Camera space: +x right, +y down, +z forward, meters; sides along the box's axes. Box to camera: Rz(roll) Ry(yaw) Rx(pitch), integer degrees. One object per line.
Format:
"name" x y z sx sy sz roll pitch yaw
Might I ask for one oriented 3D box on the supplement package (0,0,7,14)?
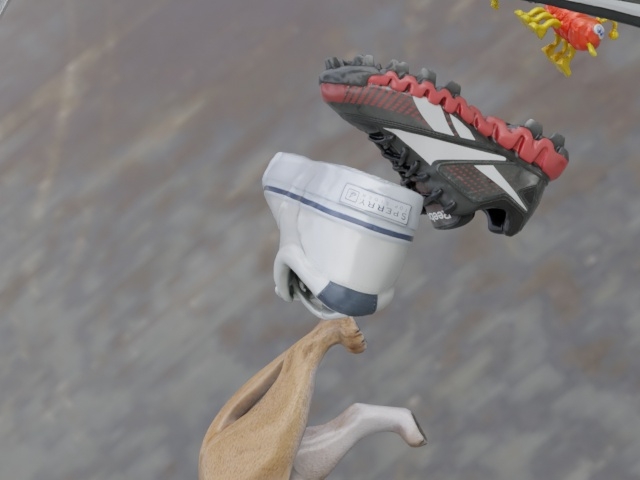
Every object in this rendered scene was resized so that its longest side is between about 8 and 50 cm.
"supplement package" -0.439 -0.267 1.909 0.198 0.262 0.199 -57 12 22

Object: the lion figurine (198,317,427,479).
"lion figurine" -0.007 0.247 1.522 0.240 0.142 0.392 -29 58 5

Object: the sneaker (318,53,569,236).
"sneaker" 0.111 -0.087 1.921 0.135 0.276 0.097 -68 21 -6

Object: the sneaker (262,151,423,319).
"sneaker" 0.000 0.000 1.233 0.258 0.094 0.091 -166 98 -85

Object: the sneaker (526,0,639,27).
"sneaker" 0.279 -0.261 1.073 0.447 0.257 0.169 -22 25 2

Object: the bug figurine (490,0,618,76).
"bug figurine" 0.186 -0.295 1.968 0.072 0.279 0.216 -43 45 1
